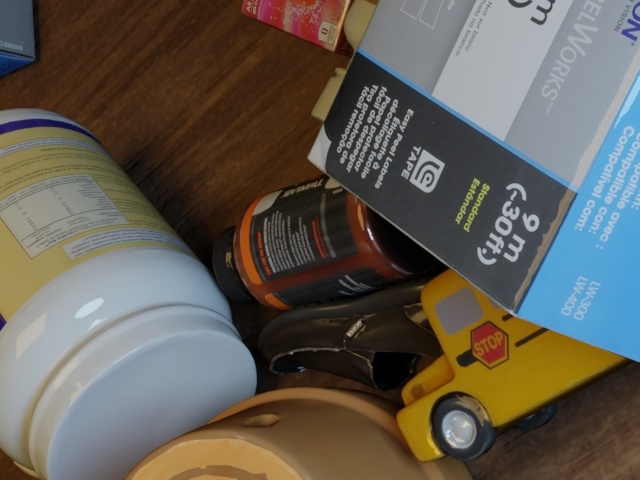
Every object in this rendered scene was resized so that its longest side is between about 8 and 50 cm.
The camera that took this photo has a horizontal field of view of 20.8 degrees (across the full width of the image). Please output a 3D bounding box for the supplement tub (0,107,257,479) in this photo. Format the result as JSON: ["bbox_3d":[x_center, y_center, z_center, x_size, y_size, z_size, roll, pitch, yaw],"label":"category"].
[{"bbox_3d":[-0.228,0.060,1.563,0.331,0.241,0.241,47,117,38],"label":"supplement tub"}]

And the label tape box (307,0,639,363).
[{"bbox_3d":[0.170,-0.081,1.100,0.348,0.115,0.249,40,110,46],"label":"label tape box"}]

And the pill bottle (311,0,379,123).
[{"bbox_3d":[0.093,-0.168,1.320,0.131,0.131,0.229,32,92,42],"label":"pill bottle"}]

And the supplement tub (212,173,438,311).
[{"bbox_3d":[0.000,0.000,1.442,0.198,0.106,0.106,-17,73,41],"label":"supplement tub"}]

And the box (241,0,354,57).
[{"bbox_3d":[0.050,-0.278,1.416,0.128,0.123,0.257,29,105,44],"label":"box"}]

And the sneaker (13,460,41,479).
[{"bbox_3d":[-0.297,0.142,1.734,0.236,0.095,0.104,34,102,36],"label":"sneaker"}]

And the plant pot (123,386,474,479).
[{"bbox_3d":[-0.037,0.250,1.319,0.291,0.203,0.291,-4,80,24],"label":"plant pot"}]

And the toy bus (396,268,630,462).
[{"bbox_3d":[0.188,0.040,1.230,0.333,0.108,0.130,-34,78,36],"label":"toy bus"}]

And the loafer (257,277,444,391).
[{"bbox_3d":[0.034,0.086,1.414,0.220,0.080,0.078,-18,74,43],"label":"loafer"}]

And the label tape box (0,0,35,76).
[{"bbox_3d":[-0.427,-0.328,1.902,0.241,0.106,0.333,-16,73,43],"label":"label tape box"}]
